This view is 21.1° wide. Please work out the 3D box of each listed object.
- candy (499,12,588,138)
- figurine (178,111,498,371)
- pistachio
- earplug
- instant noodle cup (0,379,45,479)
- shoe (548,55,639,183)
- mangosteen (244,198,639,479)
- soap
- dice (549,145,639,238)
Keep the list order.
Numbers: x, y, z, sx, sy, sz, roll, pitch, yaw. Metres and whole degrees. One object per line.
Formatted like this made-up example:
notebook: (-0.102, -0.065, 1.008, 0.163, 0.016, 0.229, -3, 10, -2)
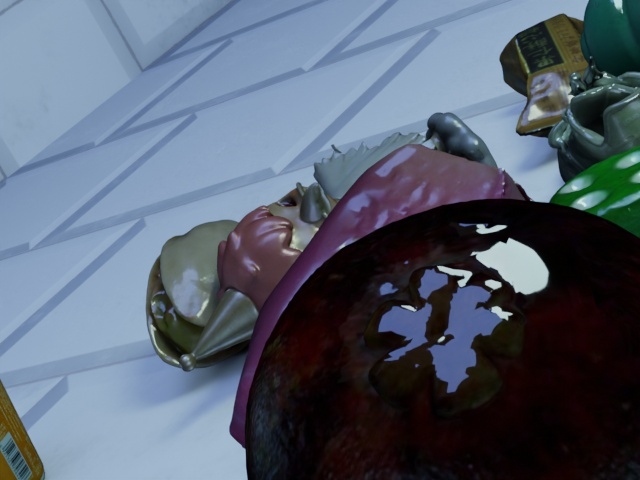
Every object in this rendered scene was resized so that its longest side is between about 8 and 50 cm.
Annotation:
candy: (0.279, -0.180, 1.979, 0.143, 0.101, 0.271, -22, 23, 6)
figurine: (0.000, 0.000, 1.761, 0.387, 0.166, 0.207, -31, 55, -16)
pistachio: (-0.118, 0.057, 1.876, 0.144, 0.144, 0.215, -23, 26, 21)
earplug: (0.398, -0.241, 1.718, 0.280, 0.164, 0.257, -19, 0, 30)
instant noodle cup: (-0.400, 0.217, 1.786, 0.216, 0.172, 0.216, -27, 16, 9)
shoe: (0.287, -0.120, 1.687, 0.109, 0.149, 0.293, -32, 18, -5)
mangosteen: (0.116, 0.142, 1.052, 0.306, 0.359, 0.306, -11, 53, 16)
soap: (0.069, 0.067, 1.380, 0.220, 0.127, 0.325, 15, 57, 45)
dice: (0.265, 0.001, 1.387, 0.120, 0.131, 0.128, -28, 15, 5)
